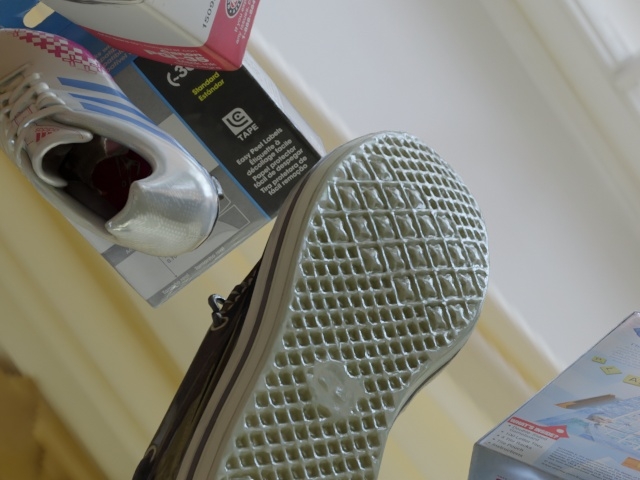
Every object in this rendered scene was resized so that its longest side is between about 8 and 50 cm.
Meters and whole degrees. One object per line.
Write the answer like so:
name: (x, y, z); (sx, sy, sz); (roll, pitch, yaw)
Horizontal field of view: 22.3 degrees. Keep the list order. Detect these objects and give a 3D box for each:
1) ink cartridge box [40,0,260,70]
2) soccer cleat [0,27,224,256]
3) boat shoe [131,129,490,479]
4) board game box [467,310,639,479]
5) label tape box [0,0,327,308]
ink cartridge box: (-0.128, -0.252, 1.071); (0.283, 0.117, 0.207); (27, 78, -68)
soccer cleat: (-0.224, -0.100, 1.401); (0.143, 0.331, 0.116); (10, 112, -58)
boat shoe: (-0.010, 0.094, 1.210); (0.156, 0.187, 0.500); (-34, -159, 43)
board game box: (0.318, 0.177, 1.215); (0.318, 0.066, 0.318); (20, -154, 27)
label tape box: (-0.184, -0.130, 1.618); (0.240, 0.334, 0.106); (-37, -157, 10)
